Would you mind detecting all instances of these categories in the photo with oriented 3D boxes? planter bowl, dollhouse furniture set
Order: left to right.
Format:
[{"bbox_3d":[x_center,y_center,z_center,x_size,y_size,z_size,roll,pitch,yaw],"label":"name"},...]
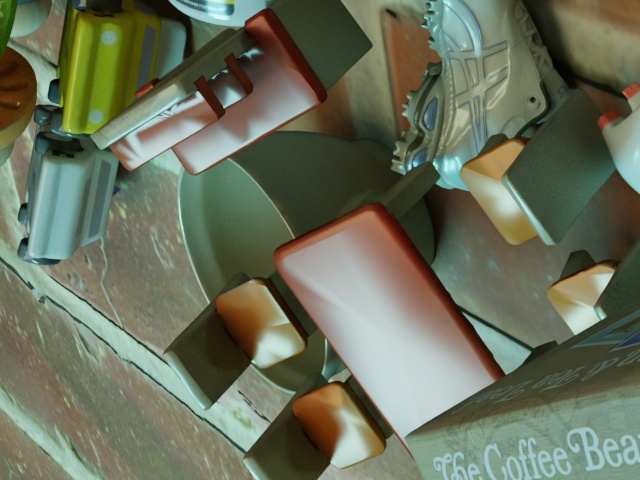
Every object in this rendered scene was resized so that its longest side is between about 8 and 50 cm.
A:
[{"bbox_3d":[0.000,0.000,1.172,0.162,0.109,0.162,42,146,38],"label":"planter bowl"},{"bbox_3d":[0.014,0.009,0.963,0.262,0.135,0.259,-27,103,40],"label":"dollhouse furniture set"}]

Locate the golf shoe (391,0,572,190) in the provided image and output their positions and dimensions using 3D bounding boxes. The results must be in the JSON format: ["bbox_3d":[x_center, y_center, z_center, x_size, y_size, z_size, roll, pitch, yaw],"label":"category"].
[{"bbox_3d":[0.094,-0.101,0.984,0.086,0.069,0.176,18,128,13],"label":"golf shoe"}]

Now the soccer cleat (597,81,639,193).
[{"bbox_3d":[0.182,-0.065,0.832,0.076,0.068,0.196,53,160,12],"label":"soccer cleat"}]

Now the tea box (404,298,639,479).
[{"bbox_3d":[0.249,0.150,0.710,0.323,0.220,0.329,64,153,-2],"label":"tea box"}]

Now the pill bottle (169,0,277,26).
[{"bbox_3d":[-0.046,-0.220,1.070,0.103,0.103,0.184,41,145,40],"label":"pill bottle"}]

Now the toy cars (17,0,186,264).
[{"bbox_3d":[-0.166,-0.086,1.426,0.393,0.087,0.176,121,155,-62],"label":"toy cars"}]

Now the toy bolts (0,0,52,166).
[{"bbox_3d":[-0.284,-0.173,1.410,0.218,0.228,0.158,19,144,11],"label":"toy bolts"}]
